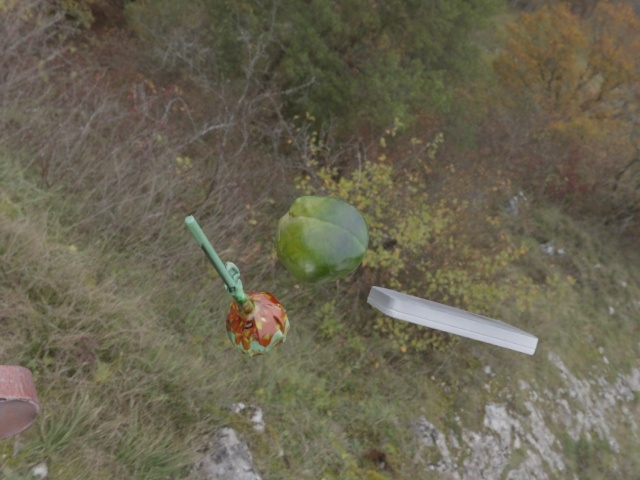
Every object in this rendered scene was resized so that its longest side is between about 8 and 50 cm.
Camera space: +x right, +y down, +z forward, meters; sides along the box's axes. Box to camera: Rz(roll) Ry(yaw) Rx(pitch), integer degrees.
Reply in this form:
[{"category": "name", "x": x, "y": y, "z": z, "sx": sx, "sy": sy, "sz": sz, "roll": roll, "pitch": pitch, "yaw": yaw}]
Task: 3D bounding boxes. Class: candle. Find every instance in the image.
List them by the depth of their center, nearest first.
[{"category": "candle", "x": -0.822, "y": 0.383, "z": 1.205, "sx": 0.131, "sy": 0.317, "sz": 0.287, "roll": 55, "pitch": -3, "yaw": 27}]

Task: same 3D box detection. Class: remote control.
[{"category": "remote control", "x": 0.197, "y": 0.119, "z": 0.817, "sx": 0.250, "sy": 0.034, "sz": 0.103, "roll": 16, "pitch": 2, "yaw": -16}]

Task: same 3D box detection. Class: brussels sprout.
[{"category": "brussels sprout", "x": 0.002, "y": 0.004, "z": 0.847, "sx": 0.117, "sy": 0.155, "sz": 0.155, "roll": 49, "pitch": 30, "yaw": -32}]

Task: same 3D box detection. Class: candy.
[{"category": "candy", "x": -0.106, "y": 0.058, "z": 0.647, "sx": 0.078, "sy": 0.084, "sz": 0.288, "roll": 49, "pitch": -11, "yaw": 32}]
